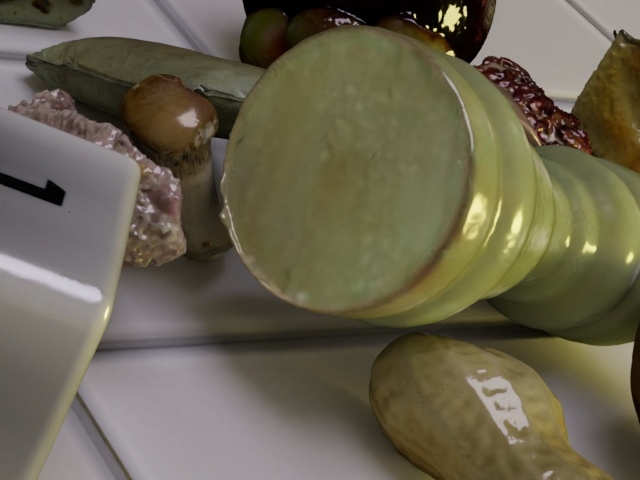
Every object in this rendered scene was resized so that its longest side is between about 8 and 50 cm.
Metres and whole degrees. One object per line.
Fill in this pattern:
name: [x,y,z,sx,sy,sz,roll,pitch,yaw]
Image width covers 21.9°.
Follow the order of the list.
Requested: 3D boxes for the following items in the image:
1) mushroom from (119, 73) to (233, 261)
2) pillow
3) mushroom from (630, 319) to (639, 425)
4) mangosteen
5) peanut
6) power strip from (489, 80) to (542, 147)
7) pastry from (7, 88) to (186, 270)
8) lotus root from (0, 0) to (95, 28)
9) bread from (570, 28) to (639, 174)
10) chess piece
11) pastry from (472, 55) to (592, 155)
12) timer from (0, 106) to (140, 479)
mushroom: [-0.109,-0.047,1.326,0.071,0.209,0.084,-38,59,-18]
pillow: [-0.117,-0.132,1.462,0.185,0.075,0.302,7,6,-39]
mushroom: [0.407,0.144,1.389,0.301,0.208,0.233,19,45,19]
mangosteen: [0.046,-0.243,1.707,0.287,0.233,0.287,15,30,-9]
peanut: [0.147,0.170,1.246,0.125,0.111,0.274,-25,57,-28]
power strip: [0.134,-0.077,1.597,0.154,0.154,0.078,14,30,-23]
pastry: [-0.193,-0.041,1.250,0.112,0.103,0.265,-25,24,-17]
lotus root: [-0.299,-0.268,1.624,0.143,0.070,0.144,4,40,-27]
bread: [0.351,-0.097,1.835,0.174,0.133,0.252,56,-5,37]
chess piece: [0.140,-0.022,1.384,0.442,0.234,0.234,14,28,-53]
pastry: [0.222,-0.115,1.798,0.115,0.097,0.208,-8,45,-32]
timer: [-0.242,0.032,1.050,0.195,0.192,0.194,20,29,-12]
